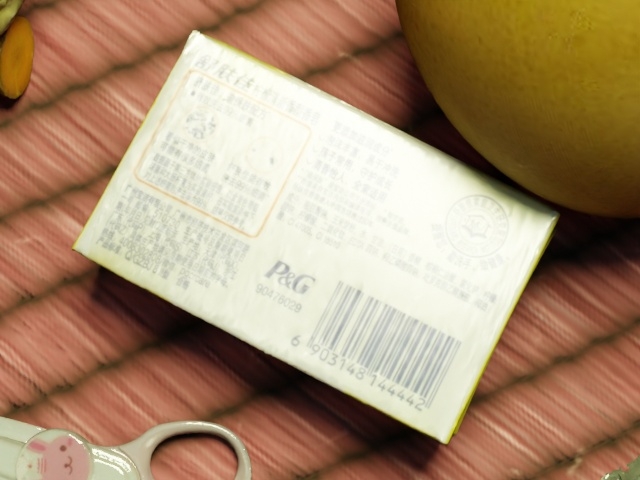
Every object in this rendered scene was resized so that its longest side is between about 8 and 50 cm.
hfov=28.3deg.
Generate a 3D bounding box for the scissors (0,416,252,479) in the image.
[{"bbox_3d":[-0.168,0.149,0.830,0.242,0.030,0.118,19,81,1],"label":"scissors"}]

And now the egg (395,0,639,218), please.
[{"bbox_3d":[0.173,-0.146,0.736,0.250,0.322,0.250,-13,51,17],"label":"egg"}]

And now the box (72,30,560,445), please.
[{"bbox_3d":[0.000,0.000,0.818,0.265,0.097,0.168,26,82,4],"label":"box"}]

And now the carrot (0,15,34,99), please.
[{"bbox_3d":[-0.308,-0.153,0.874,0.224,0.057,0.057,16,82,8],"label":"carrot"}]

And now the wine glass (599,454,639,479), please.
[{"bbox_3d":[0.262,0.211,0.775,0.111,0.111,0.204,-34,84,-5],"label":"wine glass"}]

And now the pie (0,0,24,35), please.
[{"bbox_3d":[-0.331,-0.209,0.832,0.315,0.092,0.315,0,60,0],"label":"pie"}]
